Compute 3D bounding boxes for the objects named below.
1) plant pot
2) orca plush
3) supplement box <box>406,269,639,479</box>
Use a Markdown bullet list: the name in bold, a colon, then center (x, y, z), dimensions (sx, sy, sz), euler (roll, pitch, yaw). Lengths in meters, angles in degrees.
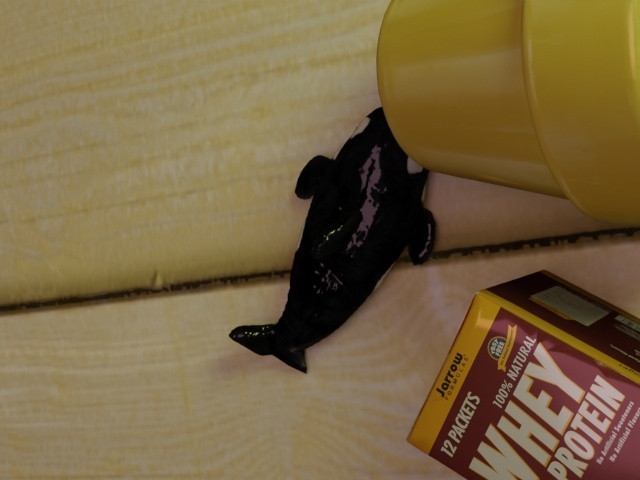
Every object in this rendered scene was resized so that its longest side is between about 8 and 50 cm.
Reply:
- **plant pot**: center (0.182, -0.138, 0.744), dimensions (0.239, 0.254, 0.254), euler (1, 94, 42)
- **orca plush**: center (0.000, 0.000, 0.912), dimensions (0.287, 0.102, 0.151), euler (-47, 73, 22)
- **supplement box**: center (0.205, 0.129, 0.763), dimensions (0.191, 0.194, 0.129), euler (29, 106, 23)
